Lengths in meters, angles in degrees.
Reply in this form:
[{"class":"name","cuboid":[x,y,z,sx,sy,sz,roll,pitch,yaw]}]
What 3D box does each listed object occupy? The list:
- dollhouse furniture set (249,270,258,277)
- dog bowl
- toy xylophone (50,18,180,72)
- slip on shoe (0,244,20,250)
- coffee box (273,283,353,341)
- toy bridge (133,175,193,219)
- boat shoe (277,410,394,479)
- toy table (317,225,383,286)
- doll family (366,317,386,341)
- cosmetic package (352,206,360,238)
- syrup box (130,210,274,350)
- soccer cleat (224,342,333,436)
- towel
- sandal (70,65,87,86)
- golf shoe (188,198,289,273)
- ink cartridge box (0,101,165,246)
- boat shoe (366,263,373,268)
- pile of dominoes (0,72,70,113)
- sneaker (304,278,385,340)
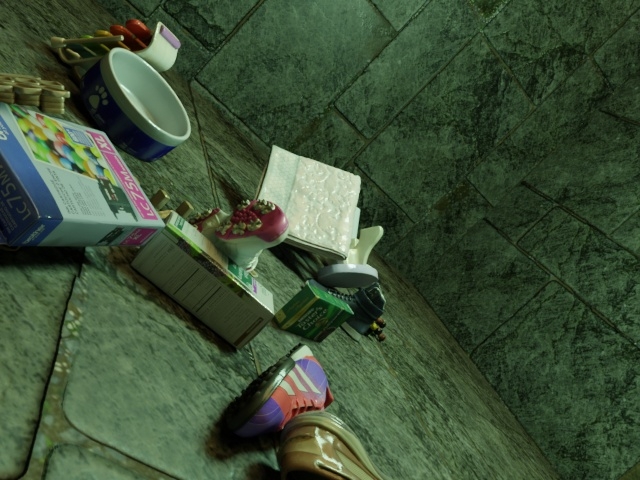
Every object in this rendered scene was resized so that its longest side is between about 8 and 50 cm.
[{"class":"dollhouse furniture set","cuboid":[-0.165,0.026,1.360,0.114,0.081,0.091,47,9,9]},{"class":"dog bowl","cuboid":[-0.445,-0.327,1.427,0.265,0.104,0.265,50,18,-23]},{"class":"toy xylophone","cuboid":[-0.535,-0.495,1.511,0.236,0.322,0.081,55,33,-81]},{"class":"slip on shoe","cuboid":[-0.399,-0.031,0.665,0.135,0.051,0.041,48,2,-41]},{"class":"coffee box","cuboid":[-0.013,0.168,1.321,0.040,0.113,0.184,55,11,34]},{"class":"toy bridge","cuboid":[-0.322,-0.070,1.138,0.026,0.063,0.188,49,8,26]},{"class":"boat shoe","cuboid":[0.061,0.370,0.764,0.324,0.123,0.116,43,20,-5]},{"class":"toy table","cuboid":[0.086,0.053,1.882,0.274,0.252,0.161,47,36,-69]},{"class":"doll family","cuboid":[0.166,0.259,1.852,0.111,0.076,0.193,43,5,19]},{"class":"cosmetic package","cuboid":[-0.012,-0.077,2.008,0.224,0.138,0.224,1,-13,27]},{"class":"syrup box","cuboid":[-0.193,0.069,0.996,0.237,0.096,0.093,41,9,-17]},{"class":"soccer cleat","cuboid":[-0.045,0.240,0.883,0.116,0.108,0.318,50,7,6]},{"class":"towel","cuboid":[-0.040,-0.121,1.780,0.317,0.053,0.332,20,53,-9]},{"class":"sandal","cuboid":[-0.542,-0.371,1.508,0.219,0.060,0.090,45,9,-3]},{"class":"golf shoe","cuboid":[-0.146,0.006,1.092,0.306,0.115,0.140,-3,-53,50]},{"class":"ink cartridge box","cuboid":[-0.341,-0.080,0.741,0.186,0.065,0.311,54,15,10]},{"class":"boat shoe","cuboid":[0.121,0.116,2.239,0.109,0.091,0.305,6,-18,34]},{"class":"pile of dominoes","cuboid":[-0.458,-0.189,0.734,0.251,0.040,0.196,-3,20,-32]},{"class":"sneaker","cuboid":[0.080,0.151,1.658,0.226,0.163,0.086,43,11,-7]}]
